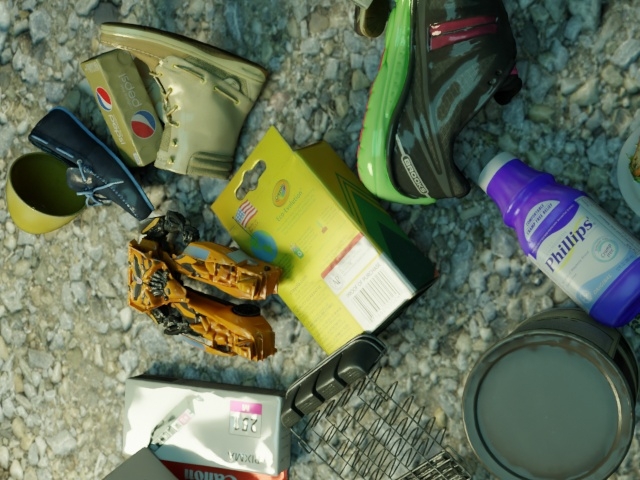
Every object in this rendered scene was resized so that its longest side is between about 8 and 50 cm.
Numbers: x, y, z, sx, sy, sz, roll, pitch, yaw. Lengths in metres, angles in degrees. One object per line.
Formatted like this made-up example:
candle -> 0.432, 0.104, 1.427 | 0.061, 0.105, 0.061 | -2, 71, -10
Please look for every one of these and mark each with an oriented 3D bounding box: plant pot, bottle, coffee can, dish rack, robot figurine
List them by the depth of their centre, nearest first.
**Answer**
coffee can -> 0.310, 0.198, 1.305 | 0.202, 0.275, 0.201 | 1, 93, 19
bottle -> 0.333, -0.011, 1.362 | 0.283, 0.092, 0.118 | 48, 112, 27
dish rack -> 0.085, 0.288, 1.459 | 0.271, 0.074, 0.208 | 45, 127, -6
robot figurine -> -0.192, 0.073, 1.539 | 0.291, 0.085, 0.211 | 17, 114, 31
plant pot -> -0.461, -0.064, 1.650 | 0.134, 0.134, 0.095 | 50, 130, 11

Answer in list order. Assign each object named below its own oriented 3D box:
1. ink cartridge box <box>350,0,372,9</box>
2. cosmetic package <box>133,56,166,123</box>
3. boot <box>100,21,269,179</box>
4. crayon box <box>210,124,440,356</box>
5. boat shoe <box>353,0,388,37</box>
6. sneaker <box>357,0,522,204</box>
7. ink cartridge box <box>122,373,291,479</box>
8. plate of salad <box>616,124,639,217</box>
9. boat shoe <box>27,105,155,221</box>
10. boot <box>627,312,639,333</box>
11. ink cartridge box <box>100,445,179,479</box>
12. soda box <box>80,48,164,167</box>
ink cartridge box -> 0.023, -0.446, 1.443 | 0.203, 0.086, 0.148 | 43, 105, 37
cosmetic package -> -0.260, -0.244, 1.608 | 0.115, 0.041, 0.060 | 43, 105, 13
boot -> -0.229, -0.209, 1.520 | 0.262, 0.095, 0.203 | 15, 104, -27
crayon box -> 0.000, 0.000, 1.474 | 0.318, 0.081, 0.202 | 51, 128, 10
boat shoe -> 0.077, -0.377, 1.481 | 0.049, 0.056, 0.152 | 14, 90, 51
sneaker -> 0.192, -0.281, 1.402 | 0.202, 0.185, 0.482 | 14, 103, 4
ink cartridge box -> -0.184, 0.346, 1.596 | 0.275, 0.060, 0.238 | 4, 92, 19
plate of salad -> 0.494, -0.100, 1.319 | 0.200, 0.048, 0.199 | -8, 62, 16
boat shoe -> -0.372, -0.107, 1.621 | 0.089, 0.109, 0.258 | -42, 63, -16
boot -> 0.534, 0.088, 1.322 | 0.236, 0.085, 0.178 | 35, 104, 27
ink cartridge box -> -0.278, 0.478, 1.547 | 0.233, 0.168, 0.171 | 44, 117, 4
soda box -> -0.305, -0.209, 1.574 | 0.058, 0.061, 0.181 | 1, 118, 51
